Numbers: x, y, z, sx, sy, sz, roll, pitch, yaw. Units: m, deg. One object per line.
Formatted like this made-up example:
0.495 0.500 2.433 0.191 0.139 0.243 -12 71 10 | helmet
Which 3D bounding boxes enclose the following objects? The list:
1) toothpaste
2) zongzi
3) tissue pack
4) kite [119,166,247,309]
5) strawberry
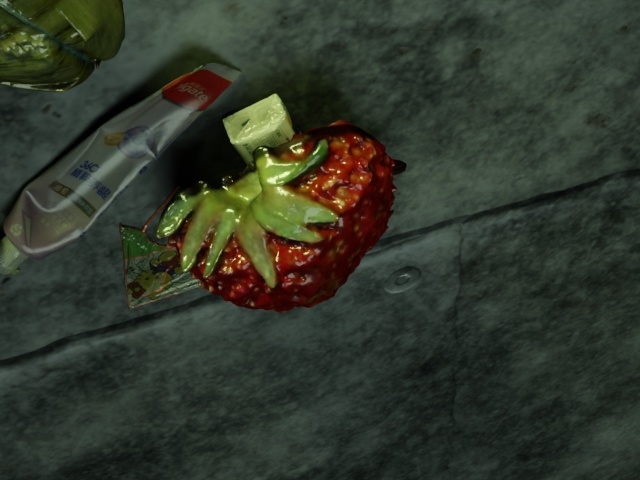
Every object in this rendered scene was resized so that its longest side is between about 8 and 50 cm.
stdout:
-0.201 -0.069 1.387 0.301 0.048 0.075 -40 138 17 | toothpaste
-0.307 -0.181 1.113 0.274 0.125 0.251 -26 137 8 | zongzi
-0.050 -0.098 1.436 0.062 0.042 0.083 -26 146 7 | tissue pack
-0.125 -0.001 1.548 0.198 0.006 0.244 18 127 -43 | kite
0.000 0.000 1.465 0.233 0.138 0.306 -33 157 16 | strawberry
